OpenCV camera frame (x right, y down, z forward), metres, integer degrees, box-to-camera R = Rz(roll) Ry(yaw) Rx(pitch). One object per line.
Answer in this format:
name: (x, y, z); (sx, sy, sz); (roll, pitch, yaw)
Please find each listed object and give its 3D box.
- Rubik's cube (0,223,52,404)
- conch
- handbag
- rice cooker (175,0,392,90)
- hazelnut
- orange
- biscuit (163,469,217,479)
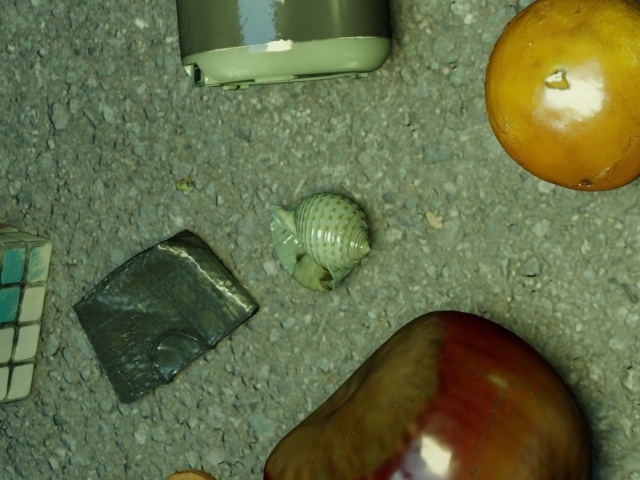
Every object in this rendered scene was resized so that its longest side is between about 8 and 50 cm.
Rubik's cube: (-0.574, 0.098, 2.249); (0.253, 0.259, 0.256); (14, 101, 27)
conch: (0.007, 0.000, 2.033); (0.153, 0.102, 0.135); (31, 124, 55)
handbag: (-0.225, 0.104, 2.178); (0.270, 0.088, 0.175); (-35, 87, 25)
rice cooker: (-0.053, -0.332, 1.934); (0.288, 0.288, 0.277); (-5, 93, 27)
hazelnut: (0.130, 0.290, 1.865); (0.359, 0.359, 0.409); (46, 117, 15)
orange: (0.309, -0.176, 1.799); (0.240, 0.240, 0.240); (3, 96, 27)
biscuit: (-0.196, 0.430, 2.208); (0.333, 0.047, 0.202); (-10, 90, 27)
